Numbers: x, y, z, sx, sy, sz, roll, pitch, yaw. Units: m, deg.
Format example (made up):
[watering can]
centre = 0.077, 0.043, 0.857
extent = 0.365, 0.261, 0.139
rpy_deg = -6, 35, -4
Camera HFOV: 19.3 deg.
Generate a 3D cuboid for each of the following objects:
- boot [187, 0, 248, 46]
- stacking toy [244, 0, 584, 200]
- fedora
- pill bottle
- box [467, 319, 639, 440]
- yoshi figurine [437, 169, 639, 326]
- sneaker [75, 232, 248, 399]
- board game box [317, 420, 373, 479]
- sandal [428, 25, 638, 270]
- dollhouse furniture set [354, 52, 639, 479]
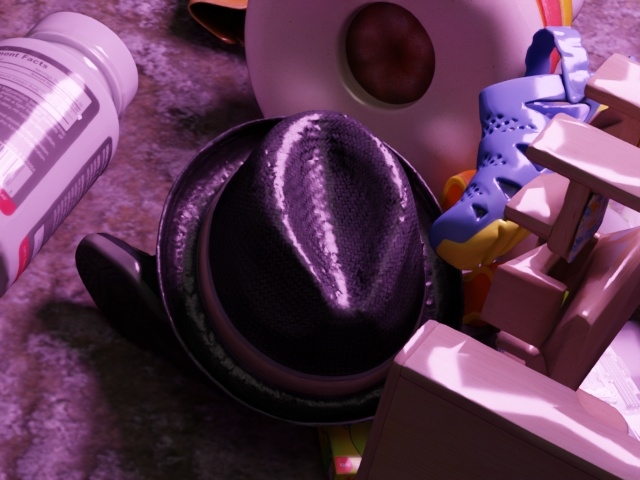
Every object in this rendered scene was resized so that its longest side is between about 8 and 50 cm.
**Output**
[boot]
centre = -0.116, -0.338, 2.219
extent = 0.295, 0.104, 0.211
rpy_deg = 27, 46, 6
[stacking toy]
centre = 0.165, -0.255, 2.127
extent = 0.350, 0.351, 0.480
rpy_deg = 32, 31, 16
[fedora]
centre = 0.000, 0.000, 1.768
extent = 0.334, 0.152, 0.334
rpy_deg = 4, 61, -8
[pill bottle]
centre = -0.311, -0.092, 1.886
extent = 0.176, 0.176, 0.318
rpy_deg = 24, 46, 9
[box]
centre = 0.309, 0.193, 1.839
extent = 0.307, 0.076, 0.242
rpy_deg = -4, 48, -16
[yoshi figurine]
centre = 0.312, -0.007, 1.909
extent = 0.362, 0.204, 0.203
rpy_deg = -3, 25, -25
[sneaker]
centre = -0.129, 0.052, 1.862
extent = 0.227, 0.087, 0.130
rpy_deg = 32, 46, 12
[board game box]
centre = 0.043, 0.165, 1.823
extent = 0.092, 0.043, 0.181
rpy_deg = 1, 47, -13
[sandal]
centre = 0.197, -0.095, 1.796
extent = 0.138, 0.126, 0.317
rpy_deg = 45, 58, 2
[dollhouse furniture set]
centre = 0.238, 0.114, 1.547
extent = 0.256, 0.362, 0.394
rpy_deg = 27, 38, 16
